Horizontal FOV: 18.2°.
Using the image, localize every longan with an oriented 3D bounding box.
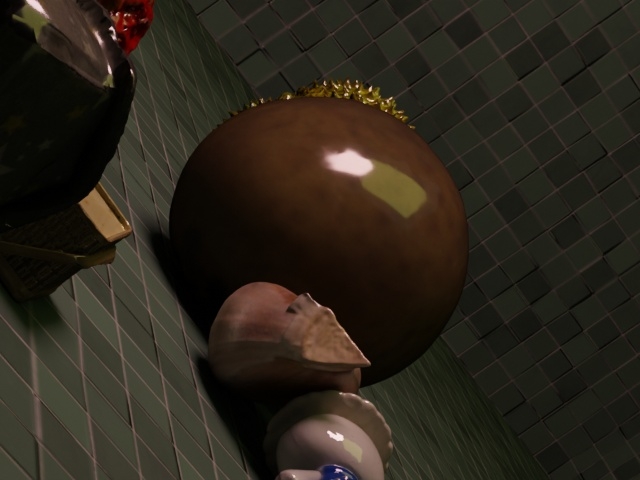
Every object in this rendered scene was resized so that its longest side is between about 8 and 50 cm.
[{"bbox_3d":[0.000,0.000,2.037,0.319,0.319,0.319,54,6,-8],"label":"longan"}]

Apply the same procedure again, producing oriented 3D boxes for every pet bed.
[{"bbox_3d":[-0.231,-0.123,1.323,0.159,0.183,0.211,40,14,-50],"label":"pet bed"}]

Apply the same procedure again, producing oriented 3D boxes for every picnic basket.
[{"bbox_3d":[-0.219,-0.039,1.459,0.164,0.079,0.115,55,7,1],"label":"picnic basket"}]

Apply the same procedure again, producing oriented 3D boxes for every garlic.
[{"bbox_3d":[-0.028,0.115,1.875,0.148,0.128,0.266,54,1,16],"label":"garlic"}]

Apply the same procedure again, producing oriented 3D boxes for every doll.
[{"bbox_3d":[0.012,0.221,1.722,0.138,0.119,0.293,36,17,-18],"label":"doll"}]

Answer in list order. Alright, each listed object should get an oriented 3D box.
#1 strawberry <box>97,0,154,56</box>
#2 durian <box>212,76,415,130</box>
[{"bbox_3d":[-0.234,-0.203,1.823,0.234,0.178,0.234,60,7,-12],"label":"strawberry"},{"bbox_3d":[-0.024,-0.067,2.367,0.224,0.291,0.291,36,16,-35],"label":"durian"}]
